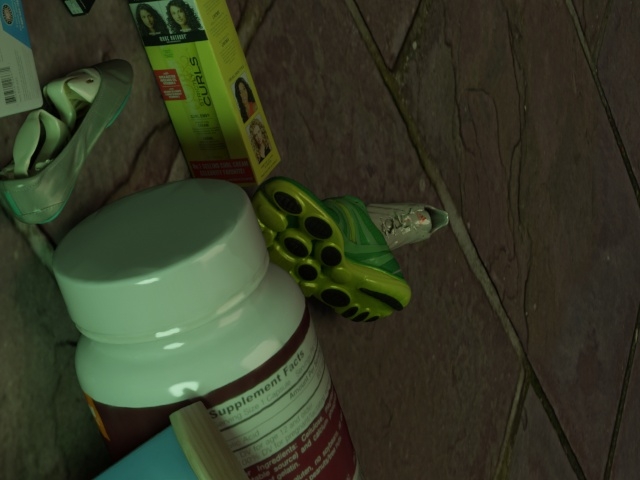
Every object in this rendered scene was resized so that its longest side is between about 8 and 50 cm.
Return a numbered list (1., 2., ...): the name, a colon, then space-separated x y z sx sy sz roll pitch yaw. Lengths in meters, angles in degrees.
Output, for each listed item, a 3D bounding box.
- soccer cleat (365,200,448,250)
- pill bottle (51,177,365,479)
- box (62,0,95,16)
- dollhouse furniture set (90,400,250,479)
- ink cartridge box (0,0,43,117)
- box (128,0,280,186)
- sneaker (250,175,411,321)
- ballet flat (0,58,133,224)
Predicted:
1. soccer cleat: 0.100 -0.021 2.015 0.196 0.076 0.068 -20 105 -61
2. pill bottle: -0.099 0.155 1.470 0.224 0.224 0.392 -54 133 -50
3. box: -0.236 -0.265 1.470 0.083 0.018 0.067 60 39 -40
4. dollhouse furniture set: -0.176 0.302 1.217 0.286 0.198 0.303 57 24 8
5. ink cartridge box: -0.305 -0.140 1.235 0.180 0.060 0.104 -26 108 -62
6. box: -0.121 -0.167 1.608 0.058 0.087 0.232 -53 134 -47
7. sneaker: 0.000 0.000 1.827 0.295 0.109 0.123 40 27 -50
8. ballet flat: -0.231 -0.109 1.410 0.068 0.072 0.213 56 41 -37
